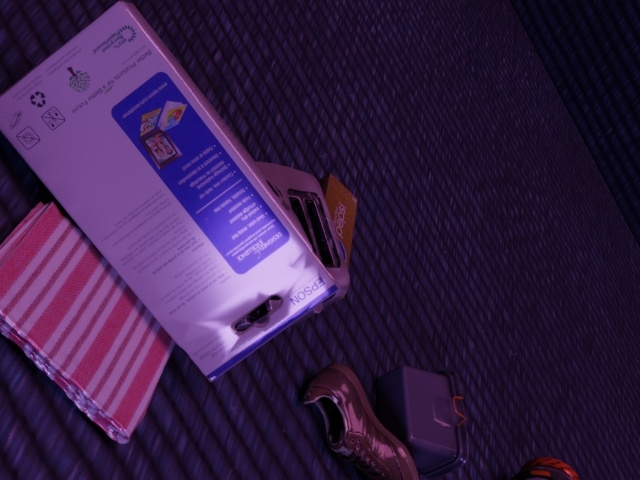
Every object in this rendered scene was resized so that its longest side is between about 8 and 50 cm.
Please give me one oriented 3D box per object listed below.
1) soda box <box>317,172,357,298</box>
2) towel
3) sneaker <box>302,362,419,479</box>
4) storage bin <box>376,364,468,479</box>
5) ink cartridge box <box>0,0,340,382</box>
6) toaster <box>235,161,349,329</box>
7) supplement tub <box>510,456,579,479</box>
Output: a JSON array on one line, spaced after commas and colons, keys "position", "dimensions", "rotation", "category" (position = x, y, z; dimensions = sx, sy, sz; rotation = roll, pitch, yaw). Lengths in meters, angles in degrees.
[{"position": [0.000, 0.000, 1.145], "dimensions": [0.061, 0.058, 0.181], "rotation": [43, 36, -29], "category": "soda box"}, {"position": [-0.217, 0.071, 0.805], "dimensions": [0.197, 0.029, 0.144], "rotation": [51, 31, -20], "category": "towel"}, {"position": [0.042, 0.238, 1.043], "dimensions": [0.071, 0.066, 0.188], "rotation": [-35, 92, -42], "category": "sneaker"}, {"position": [0.128, 0.225, 1.144], "dimensions": [0.091, 0.098, 0.135], "rotation": [23, 48, -33], "category": "storage bin"}, {"position": [-0.142, -0.043, 0.844], "dimensions": [0.333, 0.165, 0.065], "rotation": [54, 6, -10], "category": "ink cartridge box"}, {"position": [-0.069, 0.003, 0.992], "dimensions": [0.168, 0.110, 0.186], "rotation": [6, 62, -55], "category": "toaster"}, {"position": [0.308, 0.399, 1.247], "dimensions": [0.117, 0.117, 0.190], "rotation": [57, 31, -11], "category": "supplement tub"}]
